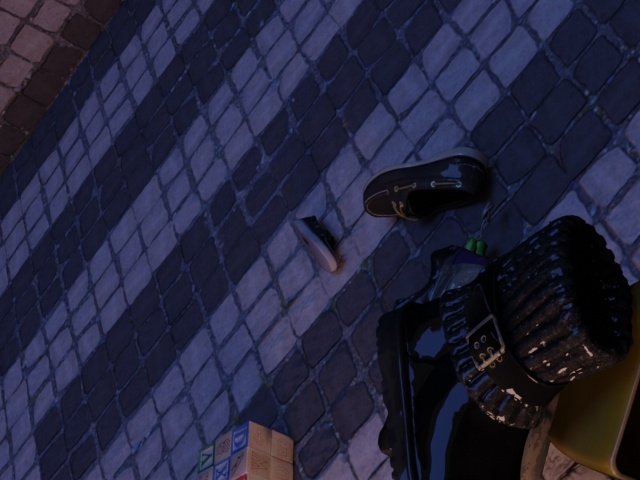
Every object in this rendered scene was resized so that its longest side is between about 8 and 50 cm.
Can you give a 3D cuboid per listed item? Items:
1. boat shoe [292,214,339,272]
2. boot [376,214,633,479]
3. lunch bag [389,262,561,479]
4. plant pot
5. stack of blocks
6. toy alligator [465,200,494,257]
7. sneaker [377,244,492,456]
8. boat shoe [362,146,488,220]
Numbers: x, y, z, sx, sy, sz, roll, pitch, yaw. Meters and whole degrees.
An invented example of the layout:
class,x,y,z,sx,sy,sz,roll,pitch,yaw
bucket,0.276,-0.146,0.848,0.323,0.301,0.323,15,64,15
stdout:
class,x,y,z,sx,sy,sz,roll,pitch,yaw
boat shoe,0.000,0.000,2.282,0.040,0.049,0.142,-25,37,-12
boot,0.198,0.169,1.438,0.260,0.131,0.348,-27,64,32
lunch bag,0.195,0.152,1.661,0.287,0.169,0.235,168,119,-84
plant pot,0.357,0.168,1.502,0.187,0.212,0.212,-15,54,66
stack of blocks,-0.127,0.432,2.103,0.171,0.087,0.297,-33,42,39
toy alligator,0.205,0.041,1.951,0.051,0.056,0.189,27,88,17
sneaker,0.134,0.140,1.885,0.124,0.107,0.283,30,84,21
boat shoe,0.140,-0.069,2.092,0.228,0.081,0.068,-20,47,45
